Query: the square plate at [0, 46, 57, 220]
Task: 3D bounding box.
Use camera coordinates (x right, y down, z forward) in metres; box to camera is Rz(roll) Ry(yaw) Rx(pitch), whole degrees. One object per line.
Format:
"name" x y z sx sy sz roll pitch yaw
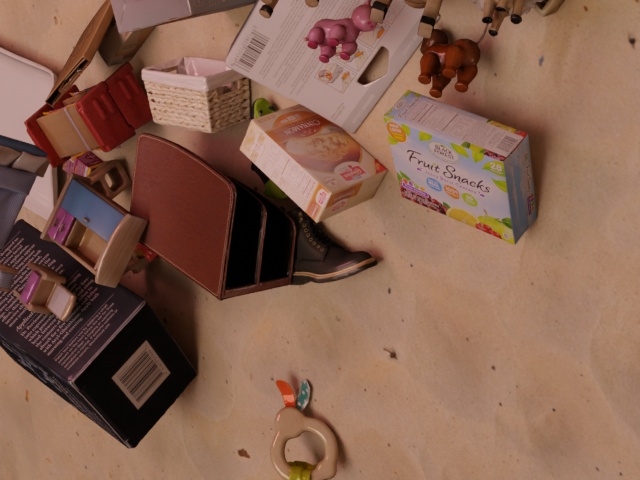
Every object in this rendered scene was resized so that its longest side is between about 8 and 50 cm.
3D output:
"square plate" -0.668 -0.256 2.392 0.344 0.049 0.347 27 124 32

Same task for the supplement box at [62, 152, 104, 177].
"supplement box" -0.484 -0.151 2.269 0.083 0.043 0.055 38 129 25

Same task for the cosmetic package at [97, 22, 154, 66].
"cosmetic package" -0.358 -0.374 2.048 0.041 0.060 0.115 57 136 7

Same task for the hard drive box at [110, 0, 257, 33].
"hard drive box" -0.188 -0.402 1.755 0.181 0.232 0.089 -2 106 44

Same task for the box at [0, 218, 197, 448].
"box" -0.491 0.184 2.216 0.395 0.212 0.293 29 158 33

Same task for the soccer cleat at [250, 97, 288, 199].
"soccer cleat" -0.095 -0.154 1.898 0.072 0.060 0.178 0 110 44

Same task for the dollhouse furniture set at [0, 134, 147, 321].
"dollhouse furniture set" -0.510 -0.005 1.910 0.198 0.303 0.286 32 99 39

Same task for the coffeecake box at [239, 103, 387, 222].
"coffeecake box" -0.011 -0.129 1.769 0.185 0.142 0.068 44 132 20

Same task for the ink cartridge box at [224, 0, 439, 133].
"ink cartridge box" 0.016 -0.321 1.697 0.239 0.060 0.275 27 133 -12

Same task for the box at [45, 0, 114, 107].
"box" -0.434 -0.357 2.046 0.021 0.201 0.164 32 138 -22

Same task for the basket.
"basket" -0.212 -0.253 1.926 0.167 0.113 0.103 14 118 39

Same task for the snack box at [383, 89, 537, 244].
"snack box" 0.201 -0.106 1.589 0.207 0.070 0.174 25 150 32

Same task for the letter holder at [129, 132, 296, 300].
"letter holder" -0.188 -0.063 1.924 0.302 0.152 0.214 30 121 44

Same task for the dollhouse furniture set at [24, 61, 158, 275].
"dollhouse furniture set" -0.379 -0.129 2.139 0.201 0.152 0.374 -7 119 44

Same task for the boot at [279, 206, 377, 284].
"boot" 0.000 0.000 1.868 0.198 0.077 0.137 -10 95 43

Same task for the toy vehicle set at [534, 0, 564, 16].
"toy vehicle set" 0.256 -0.446 1.464 0.267 0.035 0.166 48 133 17

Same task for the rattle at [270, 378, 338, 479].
"rattle" -0.032 0.363 2.077 0.130 0.143 0.199 -27 70 14

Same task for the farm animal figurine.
"farm animal figurine" 0.106 -0.362 1.495 0.330 0.172 0.327 26 155 -11
